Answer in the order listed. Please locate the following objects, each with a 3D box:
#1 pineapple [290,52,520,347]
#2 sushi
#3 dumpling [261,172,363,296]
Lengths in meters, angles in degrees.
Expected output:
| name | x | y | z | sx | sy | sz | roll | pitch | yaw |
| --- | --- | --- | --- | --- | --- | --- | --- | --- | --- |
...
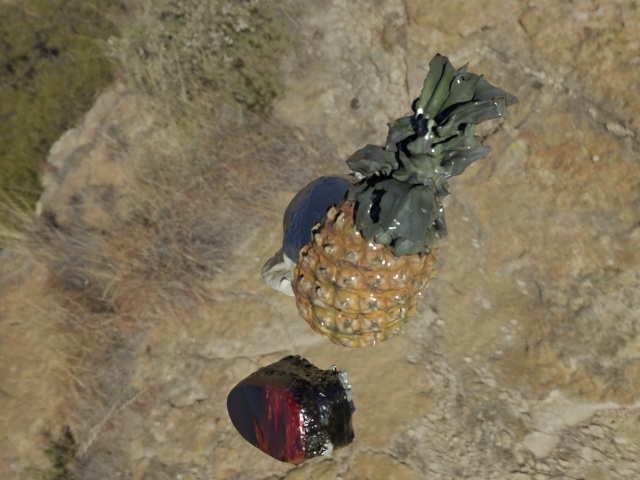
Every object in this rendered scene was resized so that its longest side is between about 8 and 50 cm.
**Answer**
| name | x | y | z | sx | sy | sz | roll | pitch | yaw |
| --- | --- | --- | --- | --- | --- | --- | --- | --- | --- |
| pineapple | 0.078 | -0.025 | 0.694 | 0.170 | 0.141 | 0.310 | -71 | 8 | -53 |
| sushi | -0.043 | 0.262 | 1.128 | 0.225 | 0.126 | 0.136 | -1 | 97 | 53 |
| dumpling | -0.002 | -0.005 | 1.144 | 0.227 | 0.243 | 0.175 | -24 | 87 | 21 |
